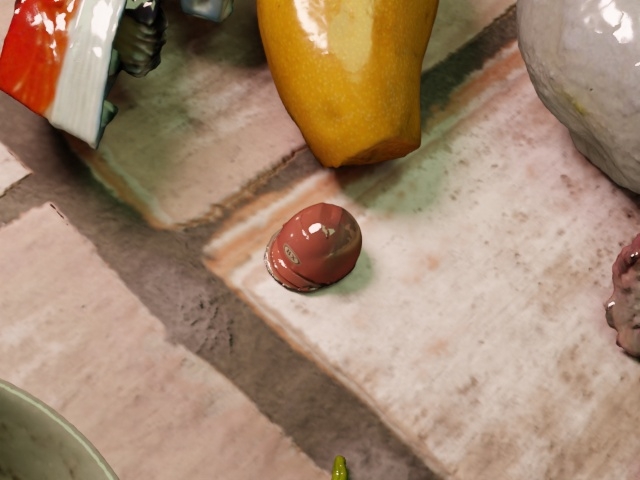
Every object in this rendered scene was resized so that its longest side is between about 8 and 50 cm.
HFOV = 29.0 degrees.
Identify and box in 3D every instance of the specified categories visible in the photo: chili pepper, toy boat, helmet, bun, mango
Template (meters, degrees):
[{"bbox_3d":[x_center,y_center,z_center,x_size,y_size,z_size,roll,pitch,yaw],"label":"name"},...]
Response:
[{"bbox_3d":[-0.004,0.181,0.866,0.083,0.017,0.030,-31,70,-35],"label":"chili pepper"},{"bbox_3d":[-0.143,-0.193,0.993,0.133,0.145,0.331,18,47,1],"label":"toy boat"},{"bbox_3d":[-0.001,0.000,0.977,0.084,0.049,0.065,-31,73,-36],"label":"helmet"},{"bbox_3d":[0.338,-0.177,1.138,0.362,0.211,0.361,9,54,-13],"label":"bun"},{"bbox_3d":[0.028,-0.220,1.077,0.187,0.144,0.359,37,46,-37],"label":"mango"}]

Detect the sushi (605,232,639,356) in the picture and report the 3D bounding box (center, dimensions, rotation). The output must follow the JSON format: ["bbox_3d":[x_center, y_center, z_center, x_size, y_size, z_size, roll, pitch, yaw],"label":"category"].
[{"bbox_3d":[0.360,0.056,1.010,0.241,0.161,0.107,33,49,4],"label":"sushi"}]

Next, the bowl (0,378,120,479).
[{"bbox_3d":[-0.241,0.218,0.657,0.289,0.146,0.289,13,54,-19],"label":"bowl"}]
